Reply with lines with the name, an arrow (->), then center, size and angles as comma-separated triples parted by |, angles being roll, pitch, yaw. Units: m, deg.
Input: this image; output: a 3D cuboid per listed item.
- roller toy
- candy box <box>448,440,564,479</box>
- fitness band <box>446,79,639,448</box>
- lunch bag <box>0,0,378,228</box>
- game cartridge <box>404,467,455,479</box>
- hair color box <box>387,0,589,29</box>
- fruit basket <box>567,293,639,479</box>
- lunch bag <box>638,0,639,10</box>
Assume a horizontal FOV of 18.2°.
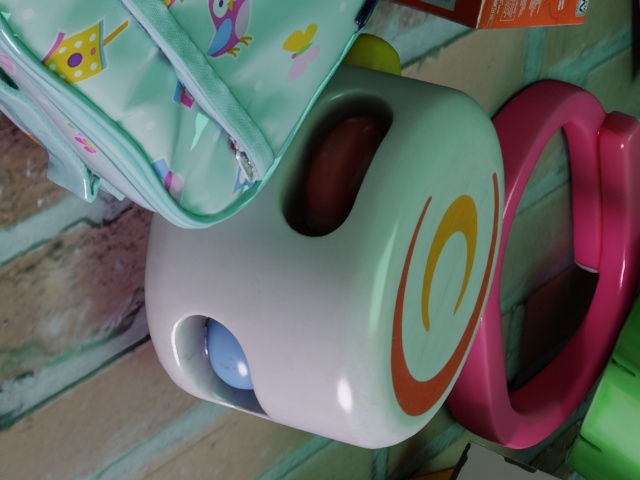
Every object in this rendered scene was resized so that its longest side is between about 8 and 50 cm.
roller toy -> 0.000, 0.000, 1.050 | 0.191, 0.146, 0.209 | -19, 121, -65
candy box -> 0.133, 0.257, 1.343 | 0.196, 0.165, 0.070 | -59, 150, -17
fitness band -> 0.156, 0.019, 1.427 | 0.209, 0.054, 0.291 | -44, 143, -30
lunch bag -> -0.070, -0.135, 0.877 | 0.224, 0.108, 0.279 | -61, 151, -11
game cartridge -> 0.027, 0.327, 1.422 | 0.285, 0.052, 0.324 | -3, 113, -58
hair color box -> 0.102, -0.155, 1.187 | 0.141, 0.072, 0.043 | -12, 120, -55
fruit basket -> 0.414, 0.117, 1.538 | 0.392, 0.392, 0.283 | -42, 157, -37
lunch bag -> 0.345, -0.261, 1.428 | 0.235, 0.169, 0.287 | -43, 136, -30
